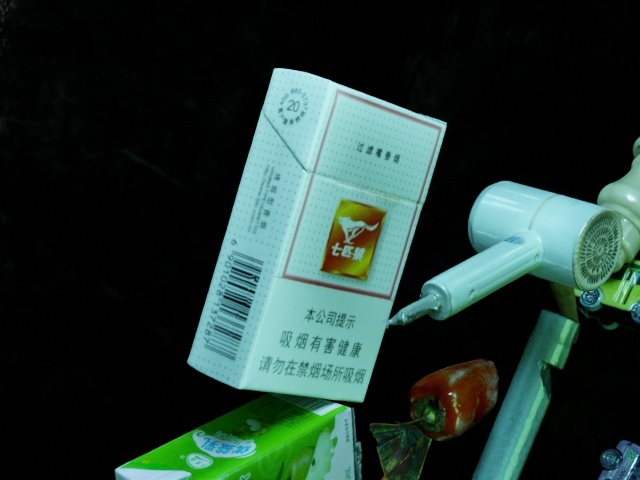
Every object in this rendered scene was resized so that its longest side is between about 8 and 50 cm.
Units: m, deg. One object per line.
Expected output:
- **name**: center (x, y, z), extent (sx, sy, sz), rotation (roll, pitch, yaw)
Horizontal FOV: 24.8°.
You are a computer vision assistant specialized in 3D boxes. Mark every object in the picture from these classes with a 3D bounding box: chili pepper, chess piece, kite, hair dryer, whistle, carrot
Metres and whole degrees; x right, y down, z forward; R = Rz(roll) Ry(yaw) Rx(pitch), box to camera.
- **chili pepper**: center (0.154, 0.207, 1.825), extent (0.192, 0.084, 0.086), rotation (-13, 81, -47)
- **chess piece**: center (0.490, -0.116, 2.050), extent (0.397, 0.117, 0.117), rotation (-51, 135, -19)
- **kite**: center (0.097, 0.288, 1.847), extent (0.159, 0.010, 0.190), rotation (-40, 130, -30)
- **hair dryer**: center (0.189, 0.030, 1.721), extent (0.357, 0.173, 0.108), rotation (-24, 120, -41)
- **whistle**: center (0.271, 0.244, 1.982), extent (0.062, 0.062, 0.312), rotation (28, 84, -49)
- **carrot**: center (0.330, 0.049, 1.986), extent (0.049, 0.049, 0.254), rotation (-42, 134, -29)

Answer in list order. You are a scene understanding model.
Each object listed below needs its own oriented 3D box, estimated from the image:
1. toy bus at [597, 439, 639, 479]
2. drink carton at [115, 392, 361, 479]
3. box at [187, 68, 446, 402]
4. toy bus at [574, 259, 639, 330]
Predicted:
- **toy bus**: center (0.460, 0.413, 2.217), extent (0.199, 0.108, 0.096), rotation (-58, 138, -14)
- **drink carton**: center (-0.084, 0.279, 1.571), extent (0.271, 0.108, 0.161), rotation (-22, 118, -40)
- **box**: center (-0.001, 0.000, 1.567), extent (0.210, 0.095, 0.330), rotation (14, 93, -50)
- **toy bus**: center (0.445, 0.079, 2.023), extent (0.088, 0.175, 0.101), rotation (42, 70, -47)
